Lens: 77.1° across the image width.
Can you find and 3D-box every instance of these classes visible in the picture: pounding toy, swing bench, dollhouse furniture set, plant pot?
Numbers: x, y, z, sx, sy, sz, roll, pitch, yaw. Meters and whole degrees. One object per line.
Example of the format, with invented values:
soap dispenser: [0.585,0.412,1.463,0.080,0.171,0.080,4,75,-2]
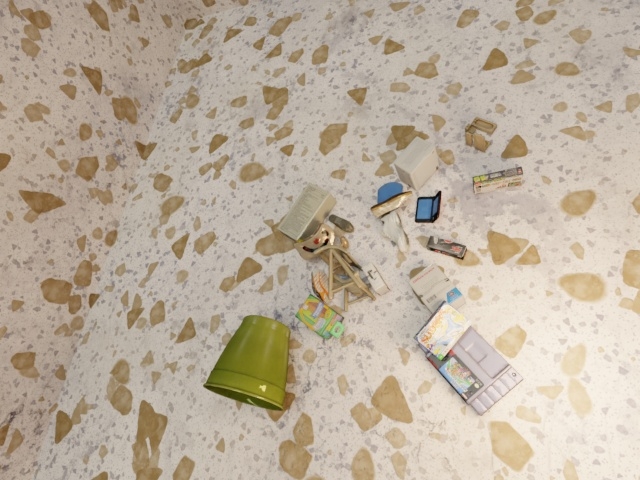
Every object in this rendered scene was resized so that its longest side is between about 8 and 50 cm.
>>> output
pounding toy: [0.000,0.000,1.997,0.270,0.155,0.154,-16,99,-8]
swing bench: [0.114,0.162,1.858,0.165,0.253,0.254,-24,62,12]
dollhouse furniture set: [0.775,-0.544,1.950,0.144,0.123,0.151,35,85,31]
plant pot: [-0.294,0.546,1.844,0.367,0.366,0.352,2,57,24]

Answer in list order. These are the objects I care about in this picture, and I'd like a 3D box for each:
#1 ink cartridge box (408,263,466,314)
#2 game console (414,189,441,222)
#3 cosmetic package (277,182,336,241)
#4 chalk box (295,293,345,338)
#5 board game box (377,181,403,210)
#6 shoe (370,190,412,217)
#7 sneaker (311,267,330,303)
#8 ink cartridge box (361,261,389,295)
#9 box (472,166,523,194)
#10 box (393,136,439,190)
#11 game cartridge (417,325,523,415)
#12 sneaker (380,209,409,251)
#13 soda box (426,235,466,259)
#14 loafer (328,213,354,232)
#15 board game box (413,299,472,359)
ink cartridge box: [0.501,0.222,1.739,0.148,0.086,0.203,-36,45,5]
game console: [0.516,-0.162,1.924,0.085,0.124,0.143,11,72,-1]
cosmetic package: [-0.071,-0.137,2.149,0.160,0.113,0.309,32,83,31]
chalk box: [0.014,0.371,1.881,0.213,0.132,0.132,31,83,31]
board game box: [0.358,-0.216,2.044,0.133,0.033,0.168,-7,65,26]
shoe: [0.355,-0.181,1.979,0.219,0.076,0.058,-24,103,14]
sneaker: [-0.010,0.215,1.923,0.083,0.214,0.084,20,50,40]
ink cartridge box: [0.258,0.180,1.877,0.056,0.099,0.135,-34,58,8]
box: [0.804,-0.270,1.826,0.207,0.114,0.036,-11,64,19]
box: [0.475,-0.374,1.973,0.182,0.181,0.119,-48,58,-2]
game cartridge: [0.593,0.490,1.625,0.230,0.068,0.355,-40,59,-2]
sneaker: [0.354,-0.030,1.944,0.115,0.090,0.232,-27,51,19]
soda box: [0.574,0.033,1.830,0.169,0.053,0.060,18,77,28]
loafer: [0.111,-0.088,2.088,0.148,0.050,0.056,35,88,15]
board game box: [0.493,0.362,1.626,0.136,0.035,0.201,38,93,4]
